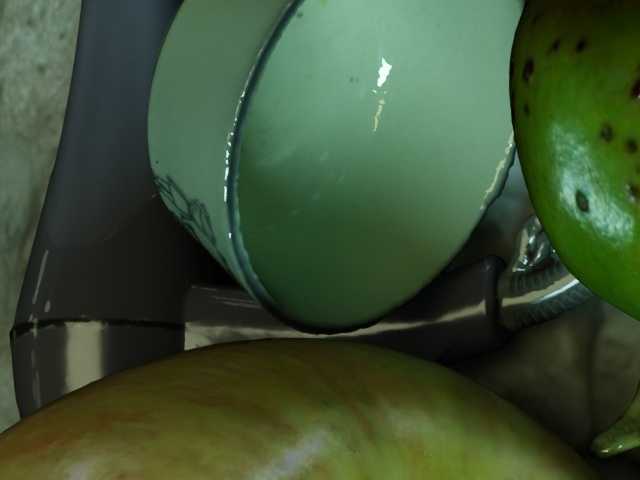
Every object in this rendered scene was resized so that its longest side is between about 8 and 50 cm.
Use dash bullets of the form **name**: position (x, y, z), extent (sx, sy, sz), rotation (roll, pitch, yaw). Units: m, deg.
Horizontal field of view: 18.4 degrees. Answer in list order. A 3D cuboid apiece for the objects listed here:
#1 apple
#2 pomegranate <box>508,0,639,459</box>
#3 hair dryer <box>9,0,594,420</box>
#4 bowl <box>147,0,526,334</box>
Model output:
- **apple**: position (-0.025, 0.240, 0.904), extent (0.391, 0.391, 0.346), rotation (56, 133, 20)
- **pomegranate**: position (0.174, -0.026, 0.893), extent (0.231, 0.231, 0.286), rotation (45, 121, 24)
- **hair dryer**: position (0.000, 0.000, 1.074), extent (0.361, 0.121, 0.301), rotation (-2, 79, 22)
- **bowl**: position (-0.004, -0.069, 0.953), extent (0.112, 0.211, 0.211), rotation (25, 101, 38)
